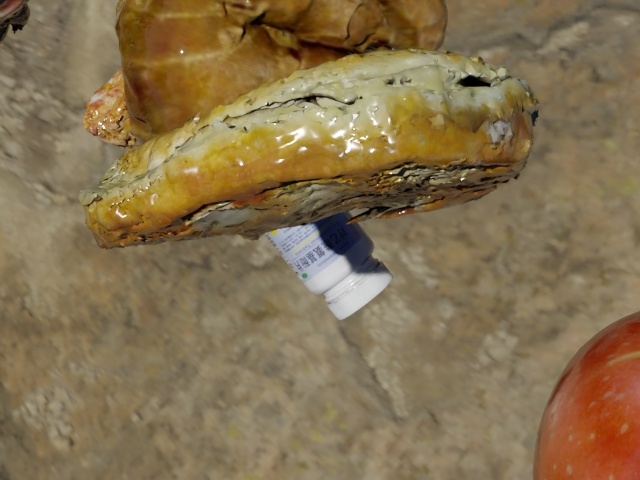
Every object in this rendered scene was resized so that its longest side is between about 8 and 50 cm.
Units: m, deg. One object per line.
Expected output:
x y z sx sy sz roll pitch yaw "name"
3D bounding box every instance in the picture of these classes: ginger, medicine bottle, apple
-0.043 -0.175 1.329 0.274 0.152 0.357 20 101 -11 "ginger"
0.000 0.000 1.879 0.103 0.103 0.187 -38 94 -11 "medicine bottle"
0.279 0.169 1.081 0.260 0.260 0.216 -5 134 -23 "apple"

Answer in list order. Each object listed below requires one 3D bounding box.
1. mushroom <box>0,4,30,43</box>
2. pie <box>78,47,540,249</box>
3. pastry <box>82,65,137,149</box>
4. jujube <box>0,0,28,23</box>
-0.355 -0.253 1.538 0.127 0.087 0.127 7 82 -60 "mushroom"
0.005 -0.055 0.983 0.308 0.308 0.085 -8 82 -22 "pie"
-0.161 -0.159 1.487 0.169 0.087 0.063 -47 128 -5 "pastry"
-0.355 -0.294 1.277 0.276 0.377 0.276 32 50 -47 "jujube"
